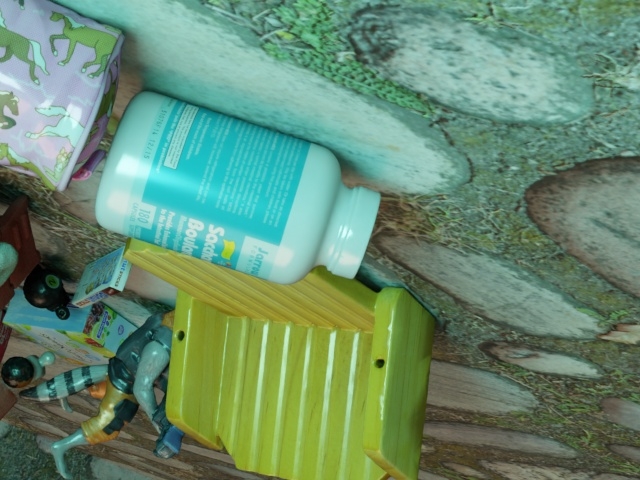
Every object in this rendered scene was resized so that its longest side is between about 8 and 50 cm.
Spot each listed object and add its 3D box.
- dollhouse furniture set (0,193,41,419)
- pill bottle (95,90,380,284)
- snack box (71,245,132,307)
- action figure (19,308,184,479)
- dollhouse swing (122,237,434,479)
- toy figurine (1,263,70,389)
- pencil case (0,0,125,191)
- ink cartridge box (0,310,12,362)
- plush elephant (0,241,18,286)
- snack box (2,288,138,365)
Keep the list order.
[{"bbox_3d":[-0.500,0.106,1.852,0.201,0.152,0.374,13,132,14],"label":"dollhouse furniture set"},{"bbox_3d":[-0.079,-0.044,1.329,0.264,0.146,0.146,18,161,-2],"label":"pill bottle"},{"bbox_3d":[-0.312,0.054,1.916,0.022,0.064,0.178,27,159,-21],"label":"snack box"},{"bbox_3d":[-0.284,0.220,2.036,0.178,0.330,0.341,52,-170,-15],"label":"action figure"},{"bbox_3d":[-0.080,0.161,1.718,0.347,0.315,0.305,5,178,32],"label":"dollhouse swing"},{"bbox_3d":[-0.498,0.123,2.039,0.213,0.209,0.148,17,173,-2],"label":"toy figurine"},{"bbox_3d":[-0.366,-0.174,1.195,0.386,0.160,0.167,19,166,-9],"label":"pencil case"},{"bbox_3d":[-0.702,0.126,2.343,0.226,0.131,0.306,13,159,12],"label":"ink cartridge box"},{"bbox_3d":[-0.478,-0.046,1.512,0.255,0.330,0.272,-2,159,-8],"label":"plush elephant"},{"bbox_3d":[-0.405,0.156,2.270,0.174,0.070,0.207,6,157,28],"label":"snack box"}]
